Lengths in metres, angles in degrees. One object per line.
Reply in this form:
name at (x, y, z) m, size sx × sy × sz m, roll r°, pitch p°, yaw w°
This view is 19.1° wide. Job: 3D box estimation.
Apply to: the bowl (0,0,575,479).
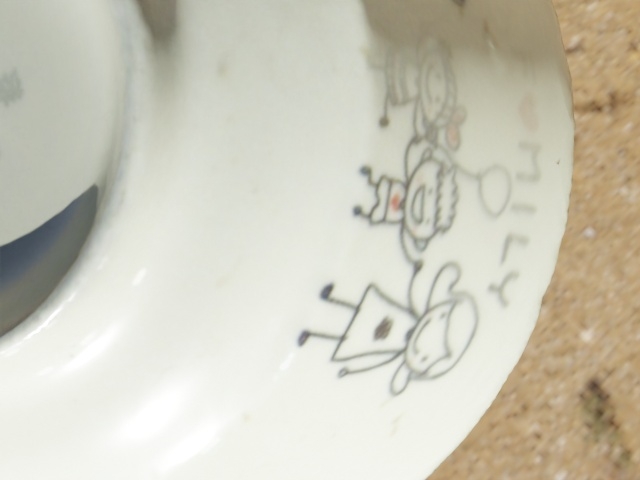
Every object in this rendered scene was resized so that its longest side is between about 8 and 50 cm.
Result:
bowl at (-0.065, -0.025, 0.495) m, size 0.238 × 0.126 × 0.237 m, roll -1°, pitch 87°, yaw 27°
